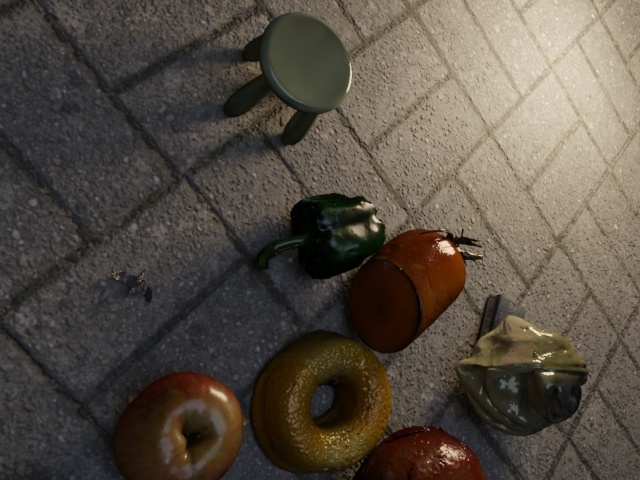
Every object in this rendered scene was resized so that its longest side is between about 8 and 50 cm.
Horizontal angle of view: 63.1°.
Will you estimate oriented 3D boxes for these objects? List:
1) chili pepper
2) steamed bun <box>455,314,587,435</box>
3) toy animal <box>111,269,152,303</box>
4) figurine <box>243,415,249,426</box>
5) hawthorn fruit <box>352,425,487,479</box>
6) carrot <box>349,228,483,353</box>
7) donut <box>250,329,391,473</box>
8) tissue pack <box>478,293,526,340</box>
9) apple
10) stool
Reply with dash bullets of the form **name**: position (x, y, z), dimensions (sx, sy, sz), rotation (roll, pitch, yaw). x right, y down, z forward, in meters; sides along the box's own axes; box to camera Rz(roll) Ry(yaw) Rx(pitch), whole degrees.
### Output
- **chili pepper**: position (0.000, 0.000, 1.062), dimensions (0.261, 0.165, 0.173), rotation (-18, 104, -29)
- **steamed bun**: position (0.495, 0.344, 1.229), dimensions (0.280, 0.207, 0.268), rotation (-41, 111, -9)
- **toy animal**: position (-0.328, 0.072, 0.934), dimensions (0.084, 0.028, 0.050), rotation (43, 73, -19)
- **figurine**: position (-0.176, 0.352, 0.974), dimensions (0.050, 0.047, 0.083), rotation (45, 63, 1)
- **hawthorn fruit**: position (0.203, 0.534, 1.027), dimensions (0.316, 0.316, 0.315), rotation (5, 80, -29)
- **carrot**: position (0.210, 0.073, 1.145), dimensions (0.331, 0.193, 0.214), rotation (-28, 115, -40)
- **donut**: position (0.016, 0.329, 1.049), dimensions (0.303, 0.110, 0.302), rotation (6, 79, -30)
- **tissue pack**: position (0.475, 0.232, 1.362), dimensions (0.112, 0.051, 0.156), rotation (30, 69, -24)
- **apple**: position (-0.234, 0.326, 0.868), dimensions (0.210, 0.164, 0.209), rotation (9, 69, -25)
- **stool**: position (-0.063, -0.320, 1.051), dimensions (0.195, 0.199, 0.195), rotation (21, 72, -24)
